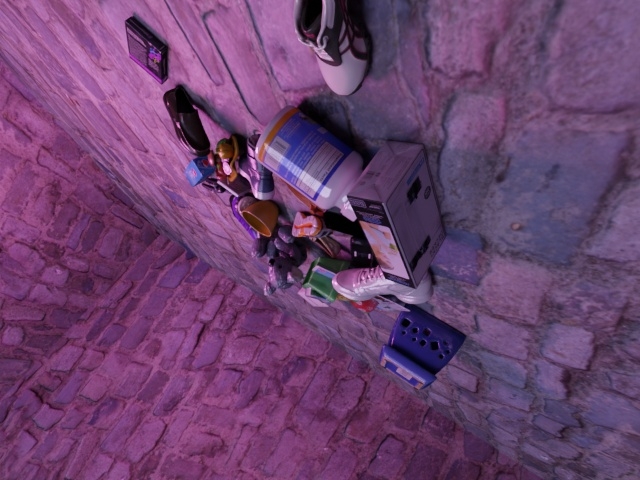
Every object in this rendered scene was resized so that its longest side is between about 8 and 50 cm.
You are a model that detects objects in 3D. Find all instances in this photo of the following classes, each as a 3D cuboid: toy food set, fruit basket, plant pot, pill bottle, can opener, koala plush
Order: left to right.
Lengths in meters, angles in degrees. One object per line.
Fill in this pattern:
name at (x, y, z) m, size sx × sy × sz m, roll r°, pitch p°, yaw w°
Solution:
can opener at (-0.428, -0.217, 1.618) m, size 0.186 × 0.059 × 0.073 m, roll 17°, pitch 152°, yaw 42°
toy food set at (-0.310, -0.249, 1.258) m, size 0.218 × 0.071 × 0.128 m, roll 162°, pitch 101°, yaw -66°
plant pot at (-0.206, -0.094, 1.470) m, size 0.134 × 0.095 × 0.134 m, roll 32°, pitch 159°, yaw 14°
koala plush at (-0.139, 0.096, 1.523) m, size 0.196 × 0.221 × 0.203 m, roll -25°, pitch 132°, yaw 20°
pill bottle at (0.000, -0.167, 0.911) m, size 0.272 × 0.152 × 0.152 m, roll 36°, pitch 159°, yaw 1°
fruit basket at (0.109, 0.195, 1.469) m, size 0.353 × 0.165 × 0.327 m, roll 31°, pitch 167°, yaw -5°
plant pot at (0.346, 0.396, 1.455) m, size 0.236 × 0.212 × 0.236 m, roll 31°, pitch 159°, yaw 18°

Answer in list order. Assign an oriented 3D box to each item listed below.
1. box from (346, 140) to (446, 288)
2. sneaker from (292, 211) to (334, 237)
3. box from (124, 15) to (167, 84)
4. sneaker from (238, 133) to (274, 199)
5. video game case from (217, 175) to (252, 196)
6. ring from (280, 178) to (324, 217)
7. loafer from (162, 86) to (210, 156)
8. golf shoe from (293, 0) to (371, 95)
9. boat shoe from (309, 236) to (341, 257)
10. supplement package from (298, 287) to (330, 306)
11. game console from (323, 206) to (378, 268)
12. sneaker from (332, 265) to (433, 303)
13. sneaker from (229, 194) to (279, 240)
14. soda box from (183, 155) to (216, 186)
box at (0.176, -0.047, 0.864) m, size 0.087 × 0.169 × 0.290 m, roll 17°, pitch 150°, yaw 37°
sneaker at (-0.031, -0.044, 1.329) m, size 0.083 × 0.084 × 0.215 m, roll 10°, pitch -175°, yaw -27°
box at (-0.478, -0.519, 1.110) m, size 0.116 × 0.029 × 0.162 m, roll 40°, pitch 160°, yaw -10°
sneaker at (-0.181, -0.242, 1.143) m, size 0.226 × 0.086 × 0.163 m, roll -126°, pitch 31°, yaw -44°
video game case at (-0.292, -0.193, 1.398) m, size 0.087 × 0.122 × 0.011 m, roll 36°, pitch 116°, yaw 3°
ring at (0.002, -0.144, 1.127) m, size 0.337 × 0.032 × 0.336 m, roll 31°, pitch 159°, yaw 14°
loafer at (-0.395, -0.353, 1.194) m, size 0.078 × 0.080 × 0.220 m, roll -16°, pitch 106°, yaw 54°
golf shoe at (0.007, -0.324, 0.622) m, size 0.105 × 0.120 × 0.272 m, roll 26°, pitch 158°, yaw 23°
boat shoe at (0.000, 0.001, 1.406) m, size 0.153 × 0.048 × 0.056 m, roll 37°, pitch 159°, yaw 2°
supplement package at (-0.007, 0.228, 1.813) m, size 0.105 × 0.105 × 0.179 m, roll 41°, pitch 159°, yaw -11°
game console at (0.123, 0.000, 1.167) m, size 0.213 × 0.043 × 0.361 m, roll 17°, pitch 157°, yaw 13°
sneaker at (0.180, 0.105, 1.206) m, size 0.305 × 0.114 × 0.152 m, roll 0°, pitch 138°, yaw 18°
sneaker at (-0.273, -0.083, 1.615) m, size 0.146 × 0.102 × 0.293 m, roll 26°, pitch 152°, yaw 40°
soda box at (-0.462, -0.267, 1.536) m, size 0.071 × 0.067 × 0.210 m, roll 60°, pitch 155°, yaw -11°
